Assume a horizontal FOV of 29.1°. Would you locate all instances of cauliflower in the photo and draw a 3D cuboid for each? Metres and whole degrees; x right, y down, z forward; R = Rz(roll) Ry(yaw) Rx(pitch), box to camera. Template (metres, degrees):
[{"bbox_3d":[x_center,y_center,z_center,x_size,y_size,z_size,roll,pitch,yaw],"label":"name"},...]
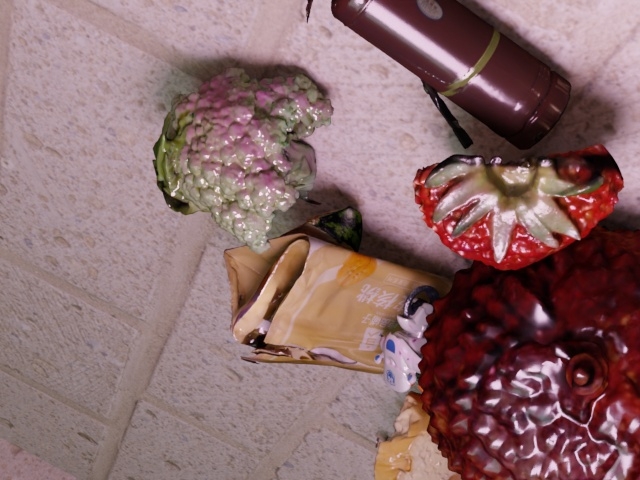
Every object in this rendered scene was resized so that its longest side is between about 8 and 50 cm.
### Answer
[{"bbox_3d":[-0.085,-0.112,1.666,0.256,0.239,0.315,19,-176,37],"label":"cauliflower"}]

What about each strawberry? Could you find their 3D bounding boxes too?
[{"bbox_3d":[0.232,-0.037,1.438,0.233,0.138,0.306,-6,179,9],"label":"strawberry"}]

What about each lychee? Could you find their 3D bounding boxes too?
[{"bbox_3d":[0.329,0.175,1.539,0.424,0.425,0.500,22,174,8],"label":"lychee"}]

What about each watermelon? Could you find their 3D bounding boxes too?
[{"bbox_3d":[-0.002,-0.006,1.794,0.119,0.063,0.245,4,170,-12],"label":"watermelon"}]

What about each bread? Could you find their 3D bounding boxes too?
[{"bbox_3d":[0.153,0.348,2.047,0.211,0.184,0.224,20,176,-28],"label":"bread"}]

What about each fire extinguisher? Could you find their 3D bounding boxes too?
[{"bbox_3d":[0.112,-0.221,1.378,0.341,0.141,0.105,32,178,-14],"label":"fire extinguisher"}]

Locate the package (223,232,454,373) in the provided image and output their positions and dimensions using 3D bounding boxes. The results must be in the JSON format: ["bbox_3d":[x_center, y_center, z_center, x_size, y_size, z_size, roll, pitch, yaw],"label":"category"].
[{"bbox_3d":[0.030,0.112,1.787,0.311,0.165,0.221,17,161,-40],"label":"package"}]

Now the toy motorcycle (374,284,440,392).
[{"bbox_3d":[0.166,0.165,1.762,0.221,0.150,0.102,37,173,-38],"label":"toy motorcycle"}]

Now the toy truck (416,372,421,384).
[{"bbox_3d":[0.195,0.184,1.912,0.080,0.154,0.078,42,116,-18],"label":"toy truck"}]

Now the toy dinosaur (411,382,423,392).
[{"bbox_3d":[0.143,0.195,2.030,0.288,0.070,0.117,39,148,-9],"label":"toy dinosaur"}]
